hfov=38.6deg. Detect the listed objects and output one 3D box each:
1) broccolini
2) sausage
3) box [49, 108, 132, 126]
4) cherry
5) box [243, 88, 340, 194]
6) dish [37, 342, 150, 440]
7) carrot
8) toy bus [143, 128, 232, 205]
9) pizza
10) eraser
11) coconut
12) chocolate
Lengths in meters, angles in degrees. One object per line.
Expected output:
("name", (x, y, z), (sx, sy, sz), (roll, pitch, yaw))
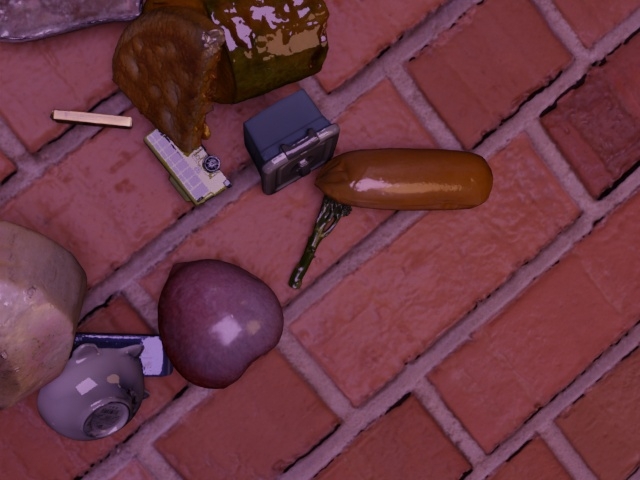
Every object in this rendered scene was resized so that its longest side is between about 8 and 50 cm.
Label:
("broccolini", (-0.001, -0.001, 1.828), (0.067, 0.058, 0.216), (26, 97, 25))
("sausage", (0.163, -0.121, 1.790), (0.353, 0.116, 0.134), (-1, 58, -19))
("box", (-0.426, -0.226, 1.705), (0.149, 0.073, 0.020), (4, 92, -13))
("cherry", (-0.198, 0.147, 1.709), (0.239, 0.206, 0.240), (-2, 106, -6))
("box", (-0.057, -0.179, 1.715), (0.162, 0.227, 0.130), (-31, 83, -8))
("dish", (-0.395, 0.294, 1.674), (0.227, 0.086, 0.236), (-35, 140, -7))
("carrot", (-0.145, -0.381, 1.669), (0.340, 0.241, 0.242), (-20, 97, -11))
("toy bus", (-0.252, -0.150, 1.739), (0.101, 0.088, 0.175), (-38, 98, -6))
("pizza", (-0.268, -0.327, 1.597), (0.087, 0.268, 0.258), (-30, 63, -36))
("eraser", (-0.395, 0.220, 1.759), (0.224, 0.036, 0.082), (3, 92, -12))
("coconut", (-0.577, 0.103, 1.574), (0.352, 0.352, 0.353), (-1, 94, -12))
("chocolate", (-0.480, -0.459, 1.665), (0.303, 0.100, 0.185), (-12, 91, -10))
